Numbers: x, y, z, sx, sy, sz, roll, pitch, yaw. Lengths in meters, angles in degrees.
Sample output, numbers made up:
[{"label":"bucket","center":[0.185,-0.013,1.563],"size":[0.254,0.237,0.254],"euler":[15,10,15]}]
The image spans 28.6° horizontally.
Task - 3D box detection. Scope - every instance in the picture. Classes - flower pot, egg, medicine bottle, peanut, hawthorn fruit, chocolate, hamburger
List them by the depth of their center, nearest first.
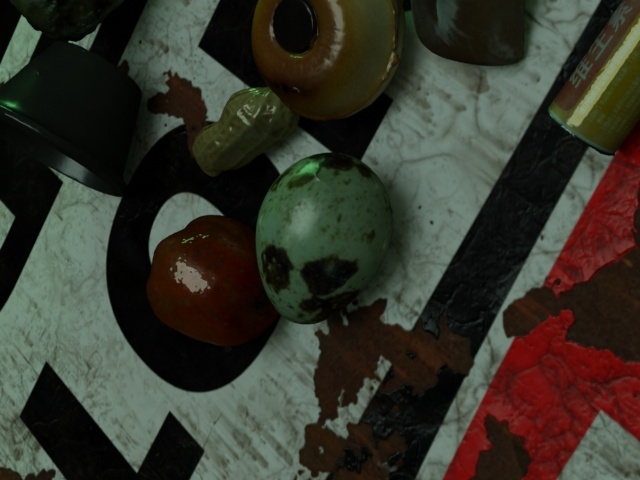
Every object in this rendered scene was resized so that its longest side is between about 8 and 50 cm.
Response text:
[{"label":"medicine bottle","center":[0.397,-0.284,1.321],"size":[0.108,0.108,0.426],"euler":[47,115,35]},{"label":"chocolate","center":[0.161,-0.329,1.487],"size":[0.157,0.080,0.254],"euler":[22,123,41]},{"label":"egg","center":[0.000,0.000,1.587],"size":[0.169,0.169,0.231],"euler":[37,119,38]},{"label":"hamburger","center":[0.011,-0.266,1.632],"size":[0.237,0.147,0.236],"euler":[2,94,41]},{"label":"hawthorn fruit","center":[-0.139,0.059,1.706],"size":[0.189,0.189,0.189],"euler":[-7,79,41]},{"label":"peanut","center":[-0.110,-0.154,1.757],"size":[0.194,0.093,0.083],"euler":[-28,27,33]},{"label":"flower pot","center":[-0.379,-0.198,1.925],"size":[0.269,0.269,0.166],"euler":[22,79,41]}]

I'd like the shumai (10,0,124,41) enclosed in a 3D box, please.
[{"label":"shumai","center":[-0.347,-0.542,1.904],"size":[0.348,0.395,0.395],"euler":[-26,65,11]}]
